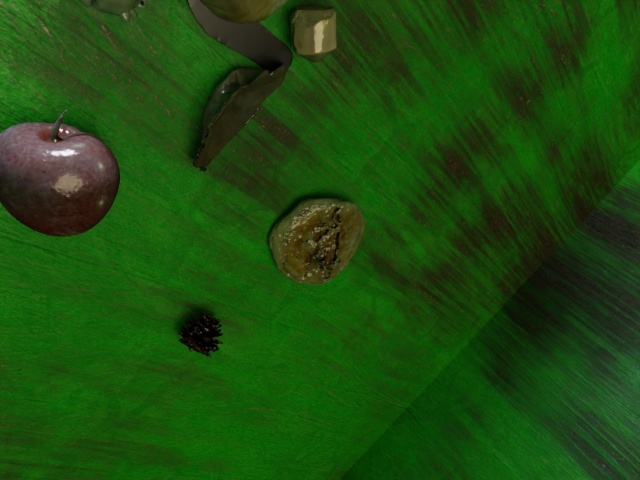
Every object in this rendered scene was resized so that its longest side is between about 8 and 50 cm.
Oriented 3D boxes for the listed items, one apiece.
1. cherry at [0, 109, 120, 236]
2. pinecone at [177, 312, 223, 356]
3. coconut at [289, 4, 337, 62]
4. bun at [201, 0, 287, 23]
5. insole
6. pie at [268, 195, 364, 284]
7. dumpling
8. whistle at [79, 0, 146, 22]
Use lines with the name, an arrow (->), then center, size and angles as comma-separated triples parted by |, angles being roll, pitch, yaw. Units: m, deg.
cherry -> -0.535, -0.132, 1.032 | 0.286, 0.235, 0.213 | -65, 173, 33
pinecone -> -0.351, 0.279, 1.528 | 0.140, 0.140, 0.121 | 39, 68, -45
coconut -> -0.016, -0.482, 1.201 | 0.116, 0.116, 0.122 | -19, 126, -22
bun -> -0.136, -0.590, 0.919 | 0.365, 0.219, 0.365 | -60, 177, -6
insole -> -0.177, -0.481, 1.162 | 0.309, 0.012, 0.110 | 24, 108, -43
pie -> 0.000, 0.000, 1.594 | 0.338, 0.077, 0.339 | -19, 131, -23
dumpling -> -0.220, -0.314, 1.206 | 0.332, 0.086, 0.166 | -50, 167, 7
whistle -> -0.431, -0.483, 0.928 | 0.244, 0.092, 0.110 | 11, 86, -44
